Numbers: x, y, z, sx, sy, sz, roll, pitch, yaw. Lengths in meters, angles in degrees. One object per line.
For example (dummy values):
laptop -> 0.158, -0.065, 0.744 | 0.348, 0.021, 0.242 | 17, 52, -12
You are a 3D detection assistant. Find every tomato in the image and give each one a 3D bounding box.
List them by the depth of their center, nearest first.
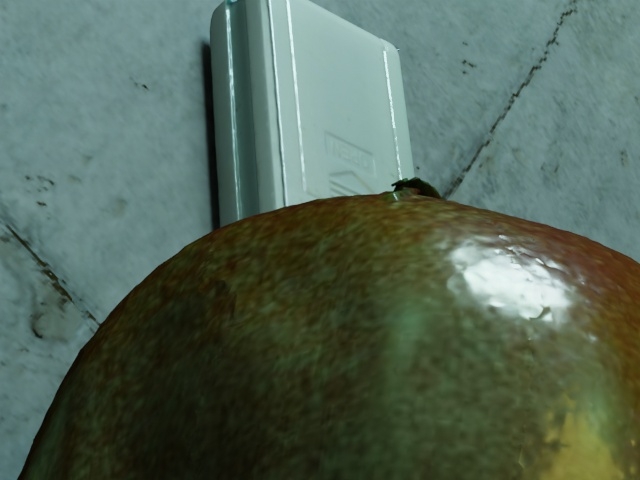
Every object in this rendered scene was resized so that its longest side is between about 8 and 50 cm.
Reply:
tomato -> 0.024, 0.142, 0.596 | 0.303, 0.303, 0.239 | 42, 37, -19

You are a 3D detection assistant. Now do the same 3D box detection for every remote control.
remote control -> 0.000, 0.000, 0.876 | 0.103, 0.055, 0.277 | 23, 48, -36
